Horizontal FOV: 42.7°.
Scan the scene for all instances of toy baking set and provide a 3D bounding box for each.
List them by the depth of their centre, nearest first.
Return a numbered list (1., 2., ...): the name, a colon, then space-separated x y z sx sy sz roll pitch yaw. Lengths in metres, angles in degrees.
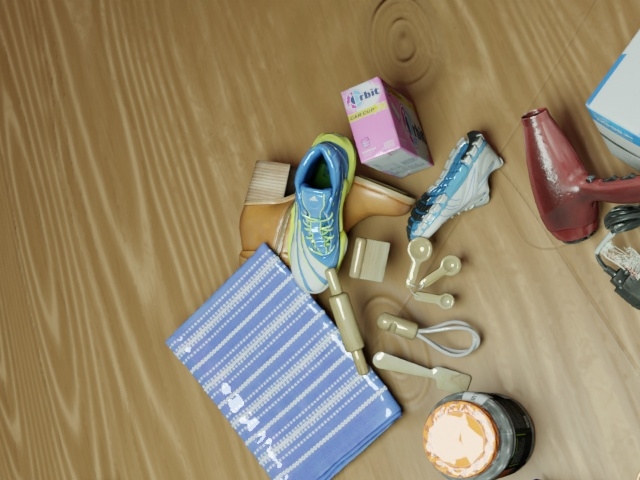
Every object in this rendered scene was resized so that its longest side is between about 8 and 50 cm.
1. toy baking set: 0.119 0.112 1.169 0.196 0.030 0.256 -14 93 6

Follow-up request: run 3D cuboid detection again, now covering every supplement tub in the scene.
1. supplement tub: 0.206 0.256 1.071 0.117 0.190 0.117 -6 77 24

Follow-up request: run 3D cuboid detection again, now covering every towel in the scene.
1. towel: -0.064 0.206 1.248 0.243 0.040 0.336 -44 77 17

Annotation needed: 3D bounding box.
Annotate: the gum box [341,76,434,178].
1. gum box: 0.104 -0.161 1.212 0.062 0.188 0.107 -20 79 20

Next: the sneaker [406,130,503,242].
1. sneaker: 0.202 -0.061 1.199 0.191 0.083 0.071 -54 20 2

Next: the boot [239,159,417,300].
1. boot: 0.000 0.000 1.275 0.283 0.109 0.220 9 91 16

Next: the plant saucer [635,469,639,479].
1. plant saucer: 0.489 0.335 1.006 0.199 0.037 0.200 -5 78 24

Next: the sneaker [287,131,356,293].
1. sneaker: -0.012 -0.035 1.165 0.091 0.126 0.240 9 99 15

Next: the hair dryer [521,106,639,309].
1. hair dryer: 0.375 -0.068 1.067 0.293 0.080 0.224 43 142 17

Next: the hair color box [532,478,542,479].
1. hair color box: 0.305 0.490 1.003 0.185 0.110 0.339 12 90 30

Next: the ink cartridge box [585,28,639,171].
1. ink cartridge box: 0.431 -0.179 1.046 0.086 0.203 0.148 38 96 29
